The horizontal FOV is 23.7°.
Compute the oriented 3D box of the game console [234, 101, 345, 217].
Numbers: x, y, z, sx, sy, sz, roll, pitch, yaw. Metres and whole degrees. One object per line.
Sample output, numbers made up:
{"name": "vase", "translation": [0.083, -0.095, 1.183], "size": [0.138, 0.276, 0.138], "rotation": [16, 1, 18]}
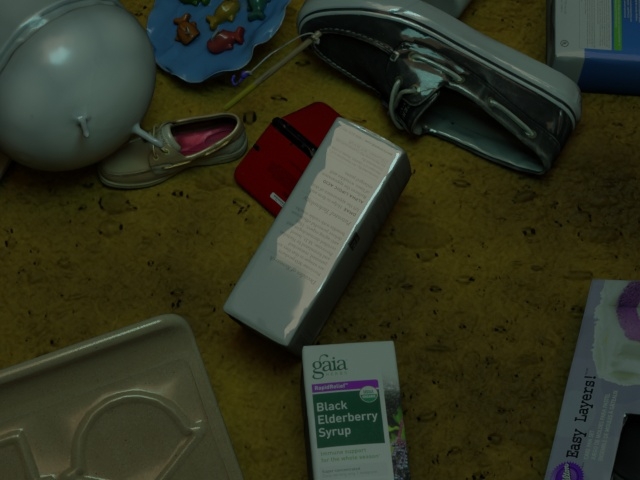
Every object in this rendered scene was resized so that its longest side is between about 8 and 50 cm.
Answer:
{"name": "game console", "translation": [0.001, -0.071, 1.677], "size": [0.144, 0.085, 0.124], "rotation": [41, 100, 18]}

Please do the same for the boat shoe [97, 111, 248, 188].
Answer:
{"name": "boat shoe", "translation": [-0.163, -0.106, 1.665], "size": [0.170, 0.059, 0.063], "rotation": [-17, 65, -10]}

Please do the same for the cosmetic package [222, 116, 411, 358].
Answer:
{"name": "cosmetic package", "translation": [0.000, 0.000, 1.551], "size": [0.085, 0.117, 0.231], "rotation": [28, 84, 12]}

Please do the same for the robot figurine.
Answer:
{"name": "robot figurine", "translation": [-0.314, -0.211, 1.626], "size": [0.353, 0.200, 0.300], "rotation": [44, 33, 24]}

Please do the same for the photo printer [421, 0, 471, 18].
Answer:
{"name": "photo printer", "translation": [0.136, -0.432, 1.813], "size": [0.256, 0.107, 0.307], "rotation": [30, 66, 13]}

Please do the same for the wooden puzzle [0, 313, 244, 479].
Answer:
{"name": "wooden puzzle", "translation": [-0.224, 0.277, 1.416], "size": [0.322, 0.080, 0.348], "rotation": [-19, 92, -10]}

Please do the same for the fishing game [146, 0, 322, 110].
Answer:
{"name": "fishing game", "translation": [-0.122, -0.266, 1.718], "size": [0.189, 0.041, 0.264], "rotation": [-34, 56, 7]}

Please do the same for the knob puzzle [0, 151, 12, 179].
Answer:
{"name": "knob puzzle", "translation": [-0.430, -0.086, 1.665], "size": [0.213, 0.030, 0.213], "rotation": [0, 62, -1]}

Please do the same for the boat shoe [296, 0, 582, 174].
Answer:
{"name": "boat shoe", "translation": [0.121, -0.174, 1.672], "size": [0.335, 0.121, 0.119], "rotation": [21, 60, 7]}

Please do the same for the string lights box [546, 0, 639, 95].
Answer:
{"name": "string lights box", "translation": [0.391, -0.236, 1.736], "size": [0.260, 0.077, 0.133], "rotation": [5, 63, 1]}

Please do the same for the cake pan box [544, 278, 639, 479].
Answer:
{"name": "cake pan box", "translation": [0.359, 0.167, 1.481], "size": [0.246, 0.070, 0.267], "rotation": [2, 59, 32]}

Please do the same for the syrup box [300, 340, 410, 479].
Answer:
{"name": "syrup box", "translation": [0.035, 0.221, 1.477], "size": [0.093, 0.096, 0.237], "rotation": [-3, 61, -3]}
